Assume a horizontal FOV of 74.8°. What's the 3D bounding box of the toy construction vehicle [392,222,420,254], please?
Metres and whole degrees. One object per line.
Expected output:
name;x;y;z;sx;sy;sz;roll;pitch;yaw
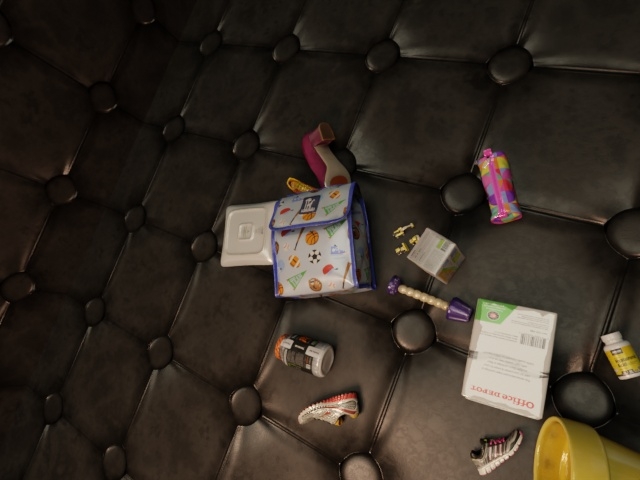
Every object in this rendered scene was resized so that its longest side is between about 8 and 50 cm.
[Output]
toy construction vehicle;0.297;-0.006;1.474;0.098;0.035;0.085;-28;66;17

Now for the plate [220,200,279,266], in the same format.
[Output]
plate;-0.305;-0.032;1.768;0.278;0.045;0.277;-3;74;25

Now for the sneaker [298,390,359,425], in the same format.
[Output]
sneaker;0.025;0.584;1.410;0.225;0.088;0.092;-25;68;18

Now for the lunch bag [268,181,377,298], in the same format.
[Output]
lunch bag;0.000;0.000;1.491;0.328;0.239;0.385;-9;77;23

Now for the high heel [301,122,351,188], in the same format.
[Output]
high heel;0.017;-0.265;1.673;0.181;0.127;0.377;-27;69;59

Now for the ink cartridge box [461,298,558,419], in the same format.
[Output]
ink cartridge box;0.544;0.333;1.210;0.211;0.121;0.289;10;80;28

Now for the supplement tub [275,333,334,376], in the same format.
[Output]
supplement tub;-0.058;0.401;1.485;0.190;0.117;0.117;11;81;27

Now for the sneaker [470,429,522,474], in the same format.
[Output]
sneaker;0.496;0.589;1.194;0.170;0.063;0.075;-48;68;12

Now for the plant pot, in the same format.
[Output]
plant pot;0.684;0.587;1.015;0.239;0.254;0.254;10;80;13

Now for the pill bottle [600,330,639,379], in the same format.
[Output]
pill bottle;0.807;0.307;1.124;0.065;0.065;0.116;-25;66;18

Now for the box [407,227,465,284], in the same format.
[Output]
box;0.371;0.054;1.326;0.103;0.203;0.114;35;94;30

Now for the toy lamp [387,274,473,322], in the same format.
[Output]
toy lamp;0.357;0.191;1.368;0.275;0.080;0.080;23;86;30

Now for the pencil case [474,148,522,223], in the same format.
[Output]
pencil case;0.575;-0.173;1.352;0.104;0.104;0.236;-15;70;21

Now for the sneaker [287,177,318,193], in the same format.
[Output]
sneaker;-0.066;-0.201;1.687;0.175;0.067;0.064;25;86;27
